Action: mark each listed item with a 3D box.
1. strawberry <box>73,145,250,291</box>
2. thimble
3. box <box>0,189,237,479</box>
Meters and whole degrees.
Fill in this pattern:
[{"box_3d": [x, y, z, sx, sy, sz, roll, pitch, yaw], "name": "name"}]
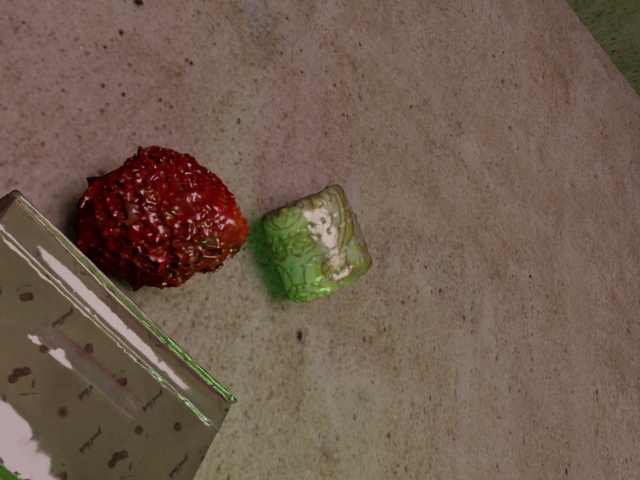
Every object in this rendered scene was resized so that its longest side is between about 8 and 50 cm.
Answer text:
[{"box_3d": [-0.181, -0.026, 0.908, 0.187, 0.201, 0.184, 38, 65, -57], "name": "strawberry"}, {"box_3d": [0.000, 0.000, 1.143, 0.190, 0.137, 0.143, -30, 98, -61], "name": "thimble"}, {"box_3d": [-0.278, 0.149, 0.694, 0.297, 0.225, 0.190, 50, 43, -21], "name": "box"}]
